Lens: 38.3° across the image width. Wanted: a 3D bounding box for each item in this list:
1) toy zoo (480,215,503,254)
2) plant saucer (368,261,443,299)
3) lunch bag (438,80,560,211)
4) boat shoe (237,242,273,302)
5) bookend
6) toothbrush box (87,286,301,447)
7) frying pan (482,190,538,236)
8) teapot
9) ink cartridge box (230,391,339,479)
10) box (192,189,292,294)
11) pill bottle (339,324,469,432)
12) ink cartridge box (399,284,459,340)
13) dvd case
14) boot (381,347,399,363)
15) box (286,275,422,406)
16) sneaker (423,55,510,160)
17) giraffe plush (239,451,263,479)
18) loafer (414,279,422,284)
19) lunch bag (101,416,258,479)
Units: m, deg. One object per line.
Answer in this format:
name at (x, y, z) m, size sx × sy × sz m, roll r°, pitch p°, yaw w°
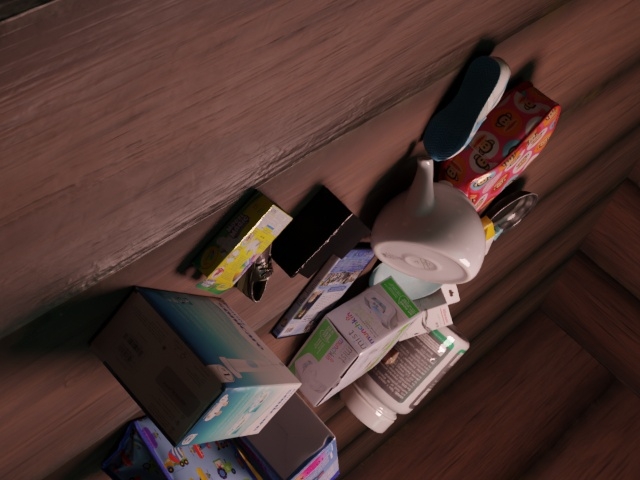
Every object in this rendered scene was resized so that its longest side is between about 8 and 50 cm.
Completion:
toy zoo at (0.364, 0.040, 2.457) m, size 0.293 × 0.030 × 0.192 m, roll -34°, pitch 155°, yaw -11°
plant saucer at (0.207, 0.074, 2.178) m, size 0.194 × 0.037 × 0.195 m, roll -5°, pitch 142°, yaw -4°
lunch bag at (0.386, -0.184, 2.014) m, size 0.293 × 0.120 × 0.258 m, roll -42°, pitch 160°, yaw -12°
boat shoe at (-0.103, 0.048, 1.586) m, size 0.056 × 0.049 × 0.152 m, roll -32°, pitch 155°, yaw -34°
bookend at (0.000, 0.000, 1.668) m, size 0.156 × 0.072 × 0.157 m, roll -47°, pitch 161°, yaw 3°
toothbrush box at (-0.189, 0.198, 1.463) m, size 0.126 × 0.216 × 0.295 m, roll -49°, pitch 161°, yaw 9°
frying pan at (0.466, -0.032, 2.563) m, size 0.326 × 0.053 × 0.197 m, roll -38°, pitch 157°, yaw 8°
teapot at (0.234, -0.033, 1.891) m, size 0.256 × 0.252 × 0.187 m, roll -26°, pitch -138°, yaw 64°
ink cartridge box at (-0.096, 0.427, 1.996) m, size 0.151 × 0.270 × 0.395 m, roll -39°, pitch 159°, yaw -14°
box at (-0.130, 0.009, 1.472) m, size 0.179 × 0.043 × 0.105 m, roll -49°, pitch 160°, yaw 1°
pill bottle at (0.233, 0.359, 2.619) m, size 0.361 × 0.204 × 0.204 m, roll -48°, pitch 160°, yaw 7°
ink cartridge box at (0.262, 0.175, 2.280) m, size 0.180 × 0.060 × 0.104 m, roll -19°, pitch 143°, yaw 4°
dvd case at (0.013, 0.106, 1.970) m, size 0.253 × 0.022 × 0.180 m, roll -53°, pitch 160°, yaw 16°
boot at (0.139, 0.298, 2.446) m, size 0.106 × 0.114 × 0.037 m, roll -39°, pitch 158°, yaw -20°
box at (0.075, 0.239, 2.145) m, size 0.231 × 0.127 × 0.262 m, roll -28°, pitch 161°, yaw -39°
sneaker at (0.282, -0.245, 1.748) m, size 0.092 × 0.087 × 0.229 m, roll -17°, pitch 147°, yaw -57°
giraffe plush at (-0.138, 0.551, 2.292) m, size 0.210 × 0.170 × 0.181 m, roll -46°, pitch 160°, yaw -1°
loafer at (0.218, 0.131, 2.312) m, size 0.109 × 0.095 × 0.303 m, roll -26°, pitch 152°, yaw -43°
lunch bag at (-0.232, 0.468, 1.772) m, size 0.138 × 0.293 × 0.221 m, roll -55°, pitch 158°, yaw 22°
